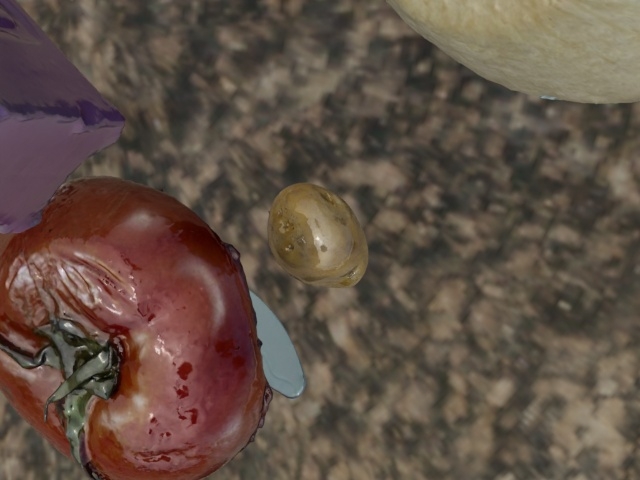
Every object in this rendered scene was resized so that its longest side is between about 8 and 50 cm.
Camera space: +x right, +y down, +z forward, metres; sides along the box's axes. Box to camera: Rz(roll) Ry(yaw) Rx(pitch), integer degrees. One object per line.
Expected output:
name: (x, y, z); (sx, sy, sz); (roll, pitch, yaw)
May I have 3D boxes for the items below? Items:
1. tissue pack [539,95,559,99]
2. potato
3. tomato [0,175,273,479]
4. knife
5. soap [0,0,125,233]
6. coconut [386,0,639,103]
tissue pack: (0.326, -0.301, 1.638); (0.331, 0.405, 0.205); (-20, 102, 12)
potato: (0.000, 0.000, 1.164); (0.062, 0.068, 0.083); (-48, 140, 4)
tomato: (-0.144, 0.066, 1.131); (0.101, 0.228, 0.228); (-30, 105, -48)
knife: (-0.109, 0.065, 1.572); (0.044, 0.331, 0.080); (35, 78, -42)
soap: (-0.170, -0.092, 0.606); (0.065, 0.122, 0.203); (-46, 81, 13)
coconut: (0.211, -0.276, 1.047); (0.415, 0.415, 0.345); (-40, 77, -1)
